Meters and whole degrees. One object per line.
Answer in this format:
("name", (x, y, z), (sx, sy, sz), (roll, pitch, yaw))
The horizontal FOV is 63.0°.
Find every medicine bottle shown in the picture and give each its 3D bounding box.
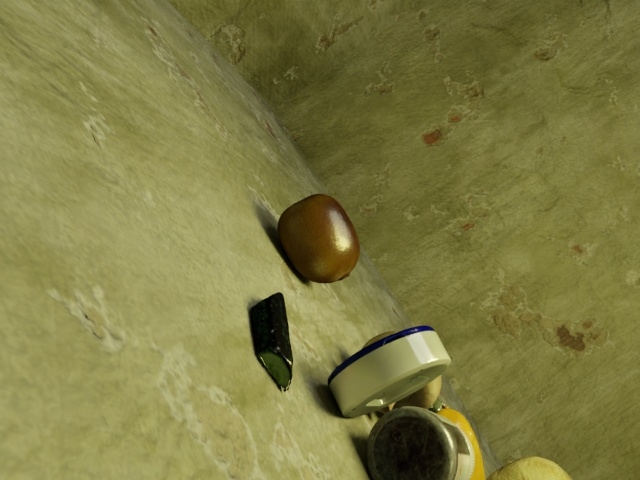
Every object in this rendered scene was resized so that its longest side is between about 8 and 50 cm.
("medicine bottle", (0.204, 0.417, 1.013), (0.273, 0.165, 0.165), (44, 15, -56))

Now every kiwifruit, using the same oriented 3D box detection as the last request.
("kiwifruit", (0.000, 0.000, 1.340), (0.234, 0.196, 0.196), (56, 9, -1))

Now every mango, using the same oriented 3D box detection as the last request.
("mango", (0.308, 0.530, 1.207), (0.177, 0.119, 0.316), (28, 44, -43))

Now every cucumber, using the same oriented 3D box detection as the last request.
("cucumber", (-0.082, 0.144, 0.871), (0.070, 0.046, 0.220), (41, 16, -30))

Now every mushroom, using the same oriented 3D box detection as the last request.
("mushroom", (0.165, 0.315, 1.190), (0.204, 0.204, 0.204), (54, 9, -13))

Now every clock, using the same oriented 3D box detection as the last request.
("clock", (0.131, 0.252, 0.992), (0.083, 0.230, 0.230), (62, 11, 29))

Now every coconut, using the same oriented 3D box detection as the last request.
("coconut", (0.657, 0.814, 1.599), (0.297, 0.297, 0.254), (55, 10, -4))

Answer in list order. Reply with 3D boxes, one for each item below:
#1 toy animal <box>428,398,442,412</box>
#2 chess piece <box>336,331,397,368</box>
("toy animal", (0.247, 0.368, 1.349), (0.138, 0.108, 0.236), (27, 30, -3))
("chess piece", (0.117, 0.249, 1.120), (0.060, 0.172, 0.060), (52, 10, -13))
